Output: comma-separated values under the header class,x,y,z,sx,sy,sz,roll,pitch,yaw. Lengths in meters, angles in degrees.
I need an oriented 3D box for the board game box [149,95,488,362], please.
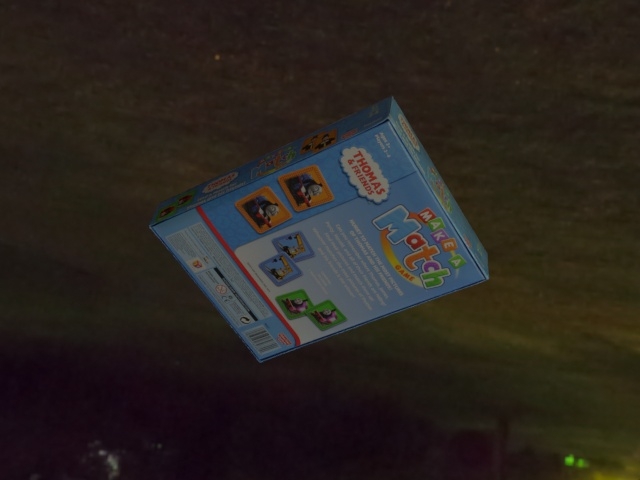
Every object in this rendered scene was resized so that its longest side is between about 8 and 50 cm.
class,x,y,z,sx,sy,sz,roll,pitch,yaw
board game box,0.000,0.000,0.756,0.211,0.039,0.160,-21,121,24
